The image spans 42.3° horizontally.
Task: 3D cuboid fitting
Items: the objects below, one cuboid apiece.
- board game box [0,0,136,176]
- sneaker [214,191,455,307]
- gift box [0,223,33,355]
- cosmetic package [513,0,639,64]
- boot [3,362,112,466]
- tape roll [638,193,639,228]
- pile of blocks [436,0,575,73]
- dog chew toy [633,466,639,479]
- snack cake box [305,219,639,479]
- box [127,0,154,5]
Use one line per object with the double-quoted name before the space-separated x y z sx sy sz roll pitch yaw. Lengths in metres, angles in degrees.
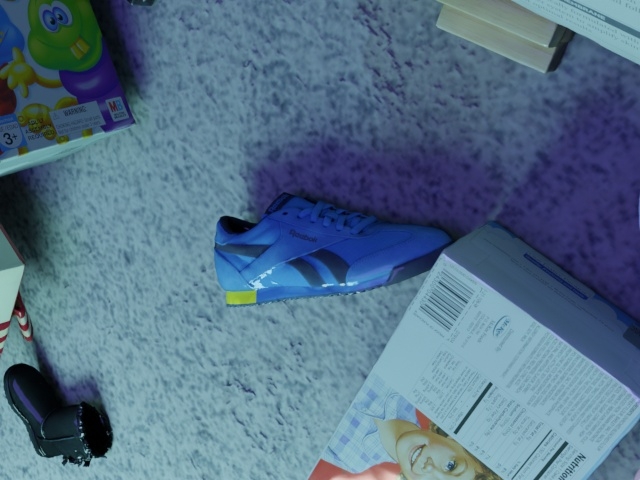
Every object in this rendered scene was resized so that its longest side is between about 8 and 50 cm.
"board game box" -0.297 -0.197 0.702 0.144 0.142 0.275 -13 99 43
"sneaker" 0.000 0.000 0.623 0.209 0.069 0.082 -8 95 36
"gift box" -0.454 0.041 0.818 0.255 0.258 0.276 55 136 19
"cosmetic package" 0.168 -0.207 0.306 0.138 0.225 0.224 35 91 21
"boot" -0.277 0.183 0.877 0.099 0.045 0.121 -10 105 38
"tape roll" 0.270 -0.021 0.426 0.189 0.080 0.188 9 107 32
"pile of blocks" 0.026 -0.251 0.507 0.149 0.113 0.362 -44 77 34
"dog chew toy" 0.307 0.211 0.399 0.332 0.207 0.206 37 121 29
"snack cake box" 0.101 0.139 0.580 0.152 0.089 0.264 38 121 18
"box" -0.173 -0.290 0.683 0.162 0.029 0.116 46 124 14
